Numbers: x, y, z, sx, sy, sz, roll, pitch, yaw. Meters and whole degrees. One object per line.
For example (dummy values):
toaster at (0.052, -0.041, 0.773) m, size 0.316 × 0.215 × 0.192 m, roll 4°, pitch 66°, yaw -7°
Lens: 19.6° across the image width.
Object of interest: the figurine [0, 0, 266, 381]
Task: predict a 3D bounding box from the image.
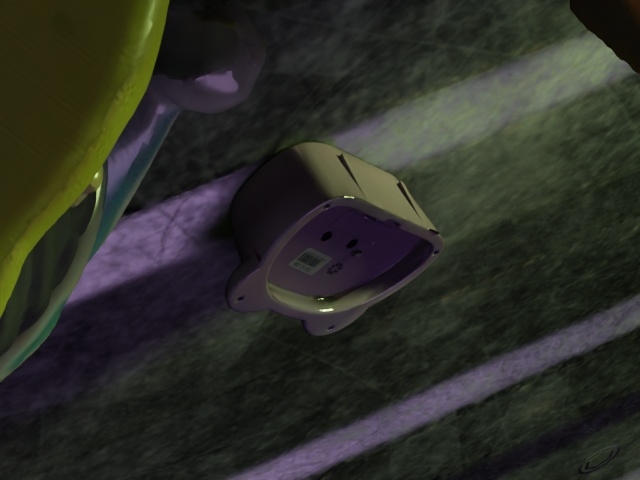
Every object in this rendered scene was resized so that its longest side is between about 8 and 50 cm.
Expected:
figurine at (-0.167, -0.087, 0.749) m, size 0.361 × 0.266 × 0.378 m, roll -45°, pitch 179°, yaw -17°

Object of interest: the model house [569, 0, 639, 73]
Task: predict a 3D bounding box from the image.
model house at (0.177, -0.217, 0.784) m, size 0.202 × 0.237 × 0.237 m, roll -26°, pitch 151°, yaw -5°

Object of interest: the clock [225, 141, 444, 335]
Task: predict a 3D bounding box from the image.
clock at (0.000, 0.000, 1.154) m, size 0.110 × 0.050 × 0.152 m, roll -41°, pitch 150°, yaw 17°
